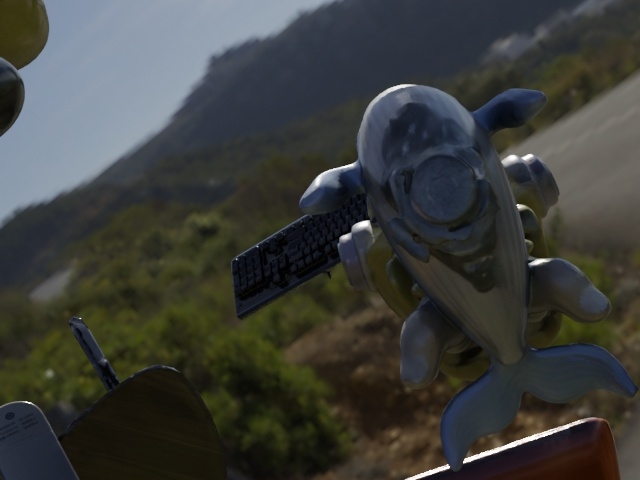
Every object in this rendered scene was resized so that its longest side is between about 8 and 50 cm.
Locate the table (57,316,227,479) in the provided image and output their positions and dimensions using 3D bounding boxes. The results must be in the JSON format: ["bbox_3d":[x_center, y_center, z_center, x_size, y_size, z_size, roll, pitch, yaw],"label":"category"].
[{"bbox_3d":[-0.288,0.255,2.034,0.317,0.317,0.249,-40,36,-15],"label":"table"}]

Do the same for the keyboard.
[{"bbox_3d":[0.000,0.000,1.669,0.230,0.025,0.094,-31,46,22],"label":"keyboard"}]

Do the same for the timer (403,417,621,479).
[{"bbox_3d":[0.163,0.288,1.564,0.257,0.161,0.250,-17,-42,-8],"label":"timer"}]

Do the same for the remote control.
[{"bbox_3d":[-0.308,0.267,1.796,0.077,0.245,0.022,-24,-44,-17],"label":"remote control"}]

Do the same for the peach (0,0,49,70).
[{"bbox_3d":[-0.506,-0.333,2.079,0.314,0.282,0.315,-5,-20,11],"label":"peach"}]

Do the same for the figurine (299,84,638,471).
[{"bbox_3d":[0.070,0.008,0.809,0.128,0.208,0.184,-22,-24,3],"label":"figurine"}]

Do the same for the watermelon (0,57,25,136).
[{"bbox_3d":[-0.293,-0.115,1.351,0.078,0.078,0.111,-38,9,38],"label":"watermelon"}]
